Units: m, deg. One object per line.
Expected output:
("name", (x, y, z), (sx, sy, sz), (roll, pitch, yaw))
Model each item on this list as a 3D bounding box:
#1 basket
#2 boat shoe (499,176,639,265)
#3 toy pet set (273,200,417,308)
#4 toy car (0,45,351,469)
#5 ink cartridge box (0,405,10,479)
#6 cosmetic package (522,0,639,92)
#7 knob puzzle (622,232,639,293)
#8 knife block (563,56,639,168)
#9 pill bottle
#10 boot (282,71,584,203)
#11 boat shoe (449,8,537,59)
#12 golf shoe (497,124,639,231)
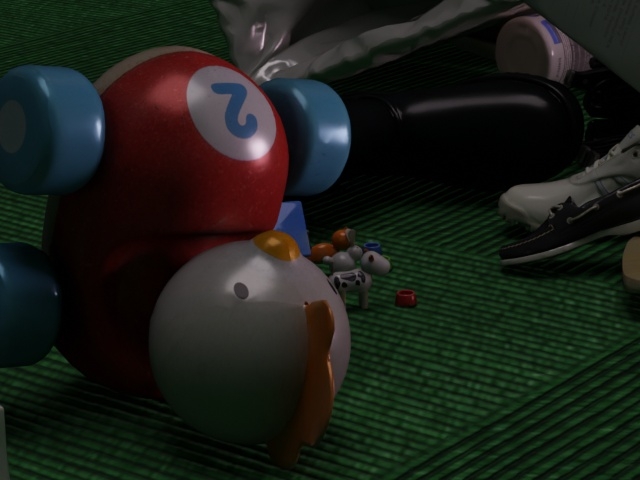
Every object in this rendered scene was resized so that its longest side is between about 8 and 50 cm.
("basket", (0.066, -0.341, 1.819), (0.328, 0.331, 0.266), (-18, 2, 37))
("boat shoe", (0.182, -0.014, 1.348), (0.125, 0.038, 0.046), (-18, 2, 12))
("toy pet set", (0.000, 0.000, 1.325), (0.114, 0.065, 0.122), (-5, 18, -11))
("toy car", (-0.050, 0.023, 1.081), (0.219, 0.210, 0.238), (-1, 27, -40))
("ink cartridge box", (-0.230, 0.107, 1.015), (0.104, 0.062, 0.181), (-11, 21, -27))
("cosmetic package", (0.344, -0.164, 1.420), (0.217, 0.156, 0.385), (-3, 36, -34))
("knob puzzle", (0.289, 0.023, 1.292), (0.213, 0.030, 0.213), (-1, 18, 0))
("knife block", (0.346, -0.101, 1.581), (0.275, 0.088, 0.242), (9, 21, 28))
("pill bottle", (0.243, -0.189, 1.871), (0.137, 0.078, 0.078), (-15, 23, -37))
("boot", (0.052, -0.069, 1.483), (0.246, 0.094, 0.207), (3, 13, 34))
("boat shoe", (0.107, -0.276, 2.042), (0.305, 0.091, 0.109), (19, 45, 27))
("golf shoe", (0.219, -0.046, 1.423), (0.176, 0.086, 0.069), (-1, 20, 7))
